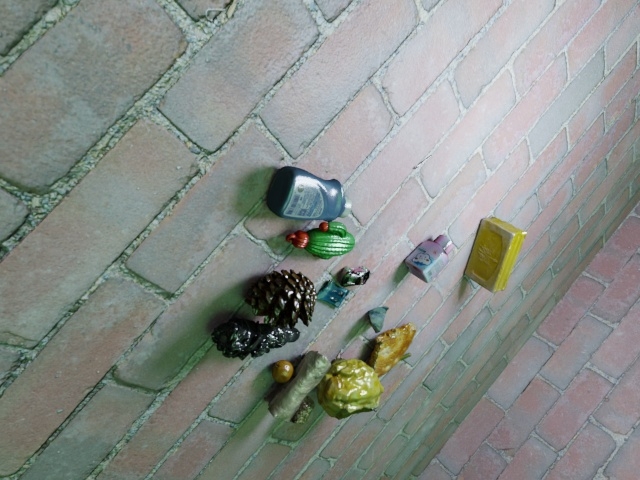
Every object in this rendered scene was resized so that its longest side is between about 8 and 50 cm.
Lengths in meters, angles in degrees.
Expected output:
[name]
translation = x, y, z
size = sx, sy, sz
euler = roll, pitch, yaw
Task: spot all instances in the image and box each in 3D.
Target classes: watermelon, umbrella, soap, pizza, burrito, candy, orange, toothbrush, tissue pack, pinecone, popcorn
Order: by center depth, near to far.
[pinecone]
translation = -0.116, 0.180, 1.268
size = 0.205, 0.184, 0.179
euler = -12, 105, -25
[umbrella]
translation = -0.200, 0.312, 1.334
size = 0.337, 0.155, 0.128
euler = 24, 67, -64
[orange]
translation = -0.137, 0.466, 1.502
size = 0.085, 0.085, 0.084
euler = -20, 127, -29
[toothbrush]
translation = 0.369, -0.281, 1.510
size = 0.097, 0.008, 0.006
euler = -37, 147, -18
[tissue pack]
translation = 0.051, 0.196, 1.528
size = 0.138, 0.028, 0.085
euler = 32, 94, -43
[burrito]
translation = -0.072, 0.527, 1.550
size = 0.299, 0.105, 0.143
euler = -51, 173, 0
[candy]
translation = -0.078, 0.670, 1.664
size = 0.085, 0.095, 0.110
euler = 27, 92, -42
[popcorn]
translation = 0.118, 0.604, 1.701
size = 0.287, 0.215, 0.251
euler = 4, 116, -25
[watermelon]
translation = 0.230, 0.325, 1.711
size = 0.180, 0.081, 0.094
euler = -20, 114, -74
[pizza]
translation = 0.294, 0.470, 1.858
size = 0.335, 0.086, 0.226
euler = -45, 131, -11
[soap]
translation = 0.798, 0.064, 1.947
size = 0.091, 0.199, 0.314
euler = -10, 122, -31

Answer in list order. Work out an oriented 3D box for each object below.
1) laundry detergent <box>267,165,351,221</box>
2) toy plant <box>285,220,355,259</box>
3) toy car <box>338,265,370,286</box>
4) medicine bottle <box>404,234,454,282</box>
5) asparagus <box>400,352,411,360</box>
[laundry detergent]
translation = -0.014, -0.124, 1.237
size = 0.290, 0.094, 0.143
euler = 7, 109, -45
[toy plant]
translation = 0.014, -0.005, 1.317
size = 0.155, 0.088, 0.240
euler = -31, 147, 18
[toy car]
translation = 0.129, 0.135, 1.534
size = 0.142, 0.055, 0.069
euler = 0, 119, -38
[medicine bottle]
translation = 0.449, 0.067, 1.711
size = 0.188, 0.119, 0.094
euler = -43, 131, -9
[asparagus]
translation = 0.346, 0.578, 2.011
size = 0.249, 0.024, 0.025
euler = -7, 77, -36
